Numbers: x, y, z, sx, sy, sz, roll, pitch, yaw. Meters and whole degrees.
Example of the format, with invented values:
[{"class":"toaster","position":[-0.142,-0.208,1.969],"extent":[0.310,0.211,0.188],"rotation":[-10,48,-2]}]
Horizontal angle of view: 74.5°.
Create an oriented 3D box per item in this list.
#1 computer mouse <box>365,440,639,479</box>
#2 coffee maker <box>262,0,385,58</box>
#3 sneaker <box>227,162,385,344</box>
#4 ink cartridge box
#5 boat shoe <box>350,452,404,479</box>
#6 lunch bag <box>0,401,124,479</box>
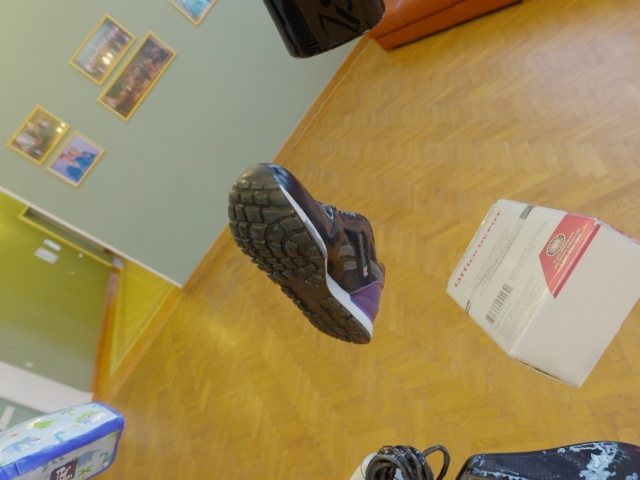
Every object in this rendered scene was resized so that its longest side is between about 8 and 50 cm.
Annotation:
[{"class":"computer mouse","position":[0.182,0.250,0.359],"extent":[0.273,0.188,0.072],"rotation":[-7,22,-1]},{"class":"coffee maker","position":[-0.025,-0.245,0.342],"extent":[0.120,0.178,0.171],"rotation":[5,67,28]},{"class":"sneaker","position":[0.000,0.000,0.486],"extent":[0.107,0.283,0.124],"rotation":[7,55,31]},{"class":"ink cartridge box","position":[0.253,0.045,0.507],"extent":[0.158,0.092,0.218],"rotation":[-63,7,10]},{"class":"boat shoe","position":[0.155,0.480,0.762],"extent":[0.075,0.226,0.083],"rotation":[-52,-6,22]},{"class":"lunch bag","position":[-0.317,0.248,0.487],"extent":[0.151,0.129,0.096],"rotation":[-34,77,36]}]
